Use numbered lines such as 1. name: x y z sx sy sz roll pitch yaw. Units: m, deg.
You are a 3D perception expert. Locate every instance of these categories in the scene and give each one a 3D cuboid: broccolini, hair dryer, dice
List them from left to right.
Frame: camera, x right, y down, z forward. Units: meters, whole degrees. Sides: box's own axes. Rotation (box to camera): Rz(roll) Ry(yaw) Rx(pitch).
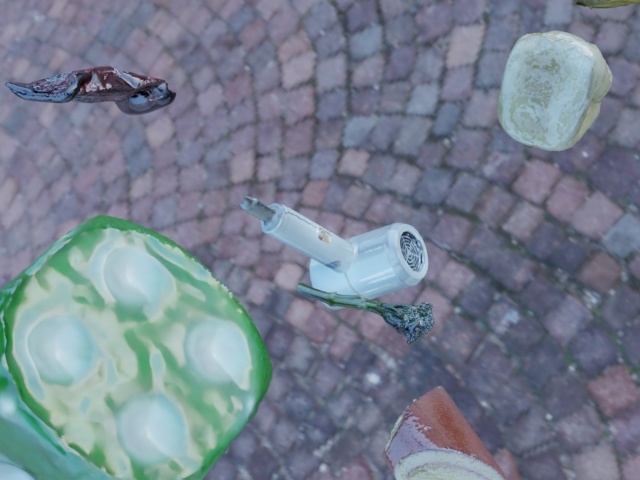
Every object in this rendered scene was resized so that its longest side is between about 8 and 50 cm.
1. dice: -0.247 0.170 1.405 0.300 0.297 0.287 -48 2 -40
2. hair dryer: 0.000 0.000 1.993 0.173 0.357 0.108 -21 58 33
3. broccolini: 0.050 0.071 1.512 0.044 0.042 0.218 -36 35 -29

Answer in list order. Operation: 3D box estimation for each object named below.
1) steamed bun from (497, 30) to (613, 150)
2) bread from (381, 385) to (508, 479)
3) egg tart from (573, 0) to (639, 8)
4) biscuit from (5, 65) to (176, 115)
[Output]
1. steamed bun: 0.356 -0.226 1.903 0.140 0.155 0.172 28 116 28
2. bread: 0.138 0.247 1.563 0.192 0.119 0.067 -129 38 -54
3. egg tart: 0.350 -0.309 1.488 0.191 0.191 0.074 -2 93 38
4. biscuit: -0.344 -0.230 1.989 0.151 0.235 0.063 -6 88 43
